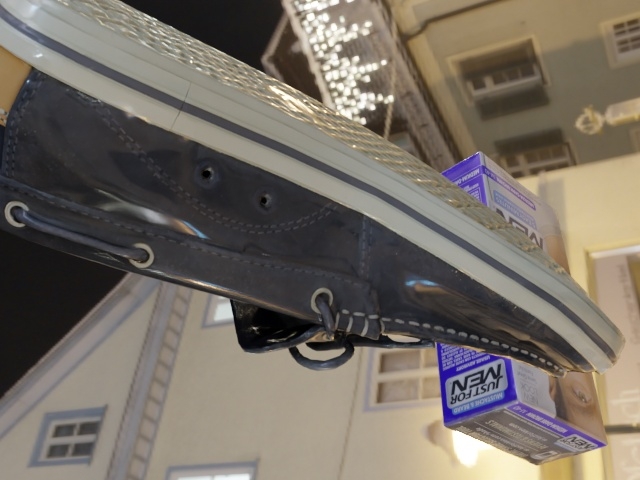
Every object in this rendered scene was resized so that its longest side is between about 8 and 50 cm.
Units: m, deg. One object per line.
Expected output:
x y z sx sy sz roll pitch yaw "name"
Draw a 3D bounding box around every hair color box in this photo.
0.229 0.079 0.966 0.185 0.110 0.339 29 -133 -36 "hair color box"

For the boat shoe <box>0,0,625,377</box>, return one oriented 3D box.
0.000 0.000 0.549 0.500 0.156 0.187 24 -164 -24 "boat shoe"
